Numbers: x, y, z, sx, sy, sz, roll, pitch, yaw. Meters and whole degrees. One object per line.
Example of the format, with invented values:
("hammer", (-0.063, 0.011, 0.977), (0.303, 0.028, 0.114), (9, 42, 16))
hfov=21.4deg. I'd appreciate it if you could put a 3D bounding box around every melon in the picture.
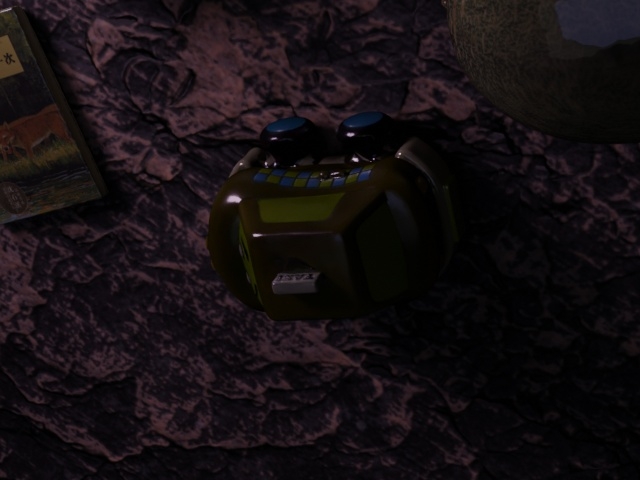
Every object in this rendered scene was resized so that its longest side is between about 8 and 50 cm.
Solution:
("melon", (0.266, -0.204, 1.441), (0.329, 0.248, 0.248), (2, 116, 17))

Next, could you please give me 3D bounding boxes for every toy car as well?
("toy car", (0.000, 0.000, 1.674), (0.248, 0.198, 0.204), (-2, 115, 24))

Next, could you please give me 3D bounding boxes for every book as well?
("book", (-0.342, -0.133, 1.847), (0.160, 0.024, 0.228), (-13, 111, 29))
